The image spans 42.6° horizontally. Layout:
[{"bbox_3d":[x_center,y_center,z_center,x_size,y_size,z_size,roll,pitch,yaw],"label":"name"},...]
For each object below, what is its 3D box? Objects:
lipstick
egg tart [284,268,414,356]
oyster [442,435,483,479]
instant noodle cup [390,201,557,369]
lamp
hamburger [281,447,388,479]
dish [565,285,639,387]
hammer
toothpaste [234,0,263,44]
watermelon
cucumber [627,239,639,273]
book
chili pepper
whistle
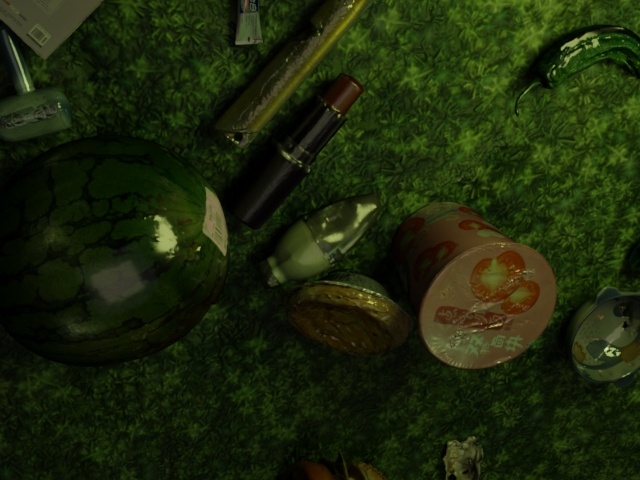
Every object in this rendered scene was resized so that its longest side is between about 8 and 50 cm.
[{"bbox_3d":[-0.041,-0.146,1.331,0.081,0.081,0.299,33,105,-25],"label":"lipstick"},{"bbox_3d":[0.052,0.121,1.448,0.234,0.094,0.234,11,151,6],"label":"egg tart"},{"bbox_3d":[0.297,0.505,1.763,0.106,0.061,0.199,16,109,-2],"label":"oyster"},{"bbox_3d":[0.248,0.062,1.420,0.243,0.231,0.243,-6,118,-11],"label":"instant noodle cup"},{"bbox_3d":[0.000,0.000,1.404,0.250,0.101,0.101,-32,119,-2],"label":"lamp"},{"bbox_3d":[0.034,0.563,1.599,0.225,0.291,0.291,7,114,-20],"label":"hamburger"},{"bbox_3d":[0.582,0.176,1.643,0.228,0.086,0.236,-2,116,-14],"label":"dish"},{"bbox_3d":[-0.444,-0.244,1.198,0.116,0.069,0.193,-16,110,-5],"label":"hammer"},{"bbox_3d":[-0.109,-0.378,1.230,0.045,0.028,0.169,-9,119,-18],"label":"toothpaste"},{"bbox_3d":[-0.316,0.015,1.201,0.363,0.363,0.363,-6,117,-11],"label":"watermelon"},{"bbox_3d":[0.690,-0.025,1.579,0.074,0.074,0.241,36,104,-26],"label":"cucumber"},{"bbox_3d":[-0.377,-0.364,1.161,0.181,0.014,0.127,-47,116,-1],"label":"book"},{"bbox_3d":[0.443,-0.301,1.385,0.279,0.065,0.122,-15,115,-11],"label":"chili pepper"},{"bbox_3d":[-0.039,-0.276,1.281,0.068,0.057,0.326,37,102,-26],"label":"whistle"}]
